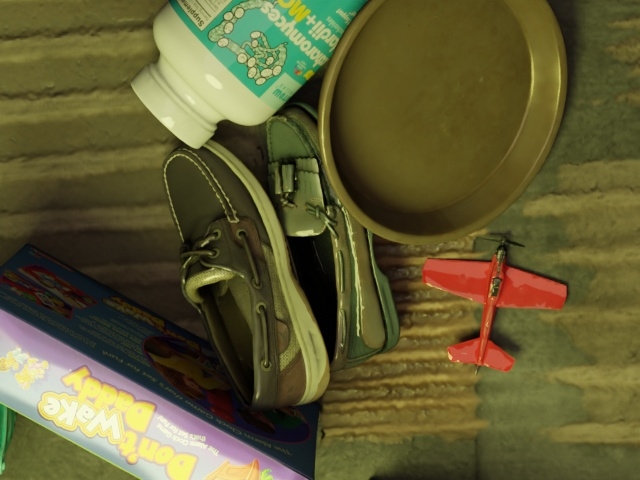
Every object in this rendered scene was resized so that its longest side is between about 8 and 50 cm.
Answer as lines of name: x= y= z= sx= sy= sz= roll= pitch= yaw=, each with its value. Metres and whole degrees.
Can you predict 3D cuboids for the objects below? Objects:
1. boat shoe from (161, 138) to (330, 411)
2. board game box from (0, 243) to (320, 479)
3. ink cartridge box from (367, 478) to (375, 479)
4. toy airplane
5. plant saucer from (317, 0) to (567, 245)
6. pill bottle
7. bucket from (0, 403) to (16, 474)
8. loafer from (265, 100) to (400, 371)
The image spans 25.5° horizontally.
boat shoe: x=-0.087 y=0.032 z=1.353 sx=0.103 sy=0.092 sz=0.285 roll=-35 pitch=75 yaw=43
board game box: x=-0.170 y=0.139 z=1.349 sx=0.347 sy=0.233 sz=0.078 roll=29 pitch=100 yaw=-4
ink cartridge box: x=0.158 y=0.385 z=1.406 sx=0.270 sy=0.197 sz=0.198 roll=13 pitch=100 yaw=-1
toy airplane: x=0.169 y=0.069 z=1.432 sx=0.151 sy=0.028 sz=0.151 roll=1 pitch=100 yaw=3
plant saucer: x=0.113 y=-0.131 z=1.332 sx=0.277 sy=0.041 sz=0.278 roll=-12 pitch=115 yaw=-27
pill bottle: x=-0.055 y=-0.209 z=1.326 sx=0.146 sy=0.146 sz=0.264 roll=45 pitch=99 yaw=-7
bucket: x=-0.436 y=0.183 z=1.389 sx=0.281 sy=0.183 sz=0.281 roll=0 pitch=101 yaw=0
loafer: x=0.000 y=0.000 z=1.378 sx=0.084 sy=0.096 sz=0.268 roll=-28 pitch=104 yaw=-34
